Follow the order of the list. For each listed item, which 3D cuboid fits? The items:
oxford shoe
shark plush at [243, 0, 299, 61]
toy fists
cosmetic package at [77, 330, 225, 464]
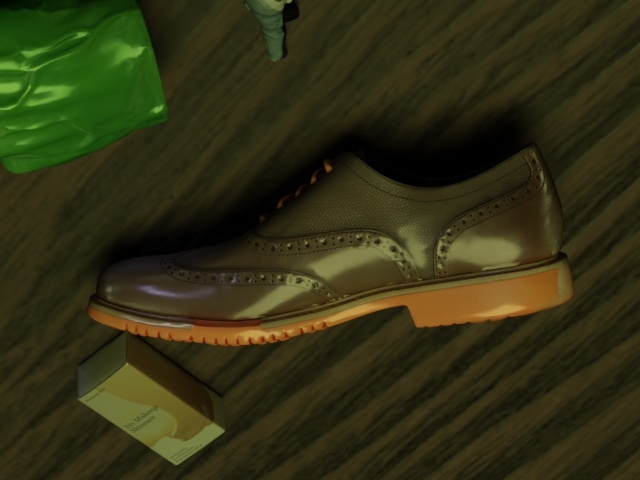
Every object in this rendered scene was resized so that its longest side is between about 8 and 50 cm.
[{"bbox_3d":[0.000,0.000,1.270,0.363,0.130,0.133,-7,98,6],"label":"oxford shoe"},{"bbox_3d":[-0.053,-0.187,1.144,0.067,0.073,0.161,-4,154,20],"label":"shark plush"},{"bbox_3d":[-0.197,-0.168,1.093,0.142,0.096,0.279,-20,131,-11],"label":"toy fists"},{"bbox_3d":[-0.137,0.129,1.382,0.060,0.041,0.115,-38,125,22],"label":"cosmetic package"}]
